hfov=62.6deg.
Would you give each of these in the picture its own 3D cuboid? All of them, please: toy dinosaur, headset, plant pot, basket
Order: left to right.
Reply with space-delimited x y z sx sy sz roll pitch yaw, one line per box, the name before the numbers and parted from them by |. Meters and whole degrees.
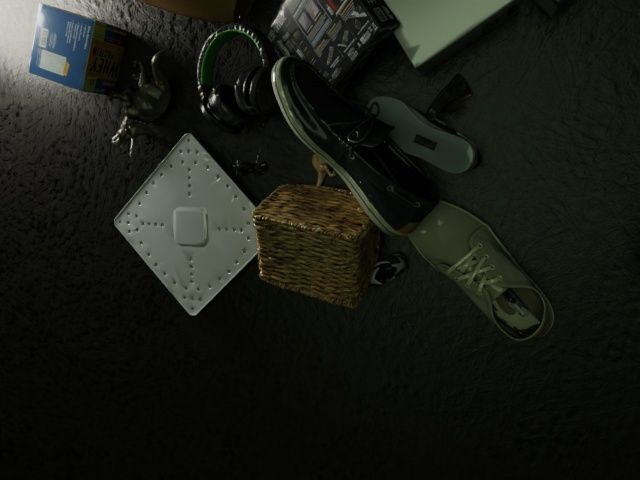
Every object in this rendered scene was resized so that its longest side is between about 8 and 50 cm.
toy dinosaur | -0.496 -0.408 1.514 0.160 0.121 0.313 44 105 -5
plant pot | -0.303 -0.663 1.343 0.254 0.237 0.237 30 107 3
headset | -0.212 -0.357 1.353 0.243 0.185 0.394 -16 91 33
basket | 0.000 0.000 1.359 0.299 0.213 0.223 13 128 22
toy dinosaur | 0.013 -0.198 1.402 0.092 0.053 0.183 13 108 34

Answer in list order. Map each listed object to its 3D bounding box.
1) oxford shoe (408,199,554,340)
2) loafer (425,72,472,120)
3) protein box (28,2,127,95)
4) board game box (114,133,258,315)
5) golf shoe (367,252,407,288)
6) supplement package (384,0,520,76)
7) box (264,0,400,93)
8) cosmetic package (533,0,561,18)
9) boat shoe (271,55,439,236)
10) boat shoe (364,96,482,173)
oxford shoe | 0.381 0.067 1.271 0.449 0.130 0.169 46 112 8
loafer | 0.302 -0.325 1.223 0.061 0.170 0.062 41 151 1
protein box | -0.704 -0.550 1.532 0.201 0.136 0.200 21 105 14
board game box | -0.370 -0.042 1.548 0.390 0.050 0.390 -44 83 19
golf shoe | 0.128 0.090 1.379 0.198 0.094 0.077 -28 91 22
supplement package | 0.284 -0.540 1.193 0.262 0.145 0.204 -31 88 21
box | 0.011 -0.497 1.252 0.242 0.076 0.307 55 142 4
cosmetic package | 0.511 -0.603 1.102 0.183 0.151 0.151 -44 83 19
boat shoe | 0.088 -0.231 1.204 0.500 0.187 0.156 50 134 -6
boat shoe | 0.249 -0.257 1.271 0.306 0.105 0.113 29 113 26
